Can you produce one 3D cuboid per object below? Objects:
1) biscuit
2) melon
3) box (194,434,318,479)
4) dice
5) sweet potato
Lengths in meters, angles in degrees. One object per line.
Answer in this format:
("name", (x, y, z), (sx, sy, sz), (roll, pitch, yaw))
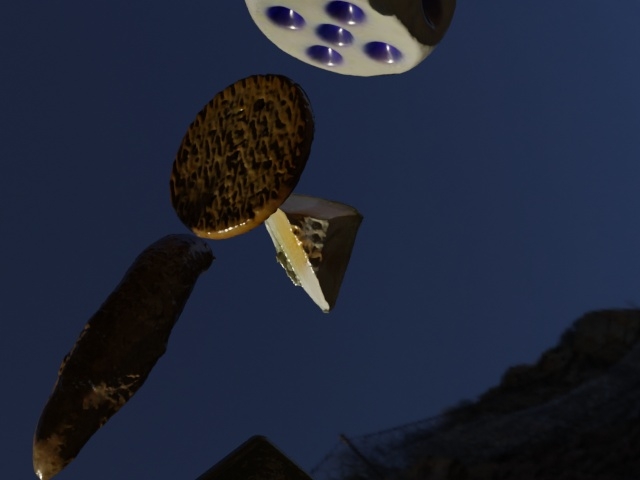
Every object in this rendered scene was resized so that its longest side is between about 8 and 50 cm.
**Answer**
("biscuit", (-0.081, -0.086, 1.080), (0.027, 0.187, 0.188), (34, -110, -45))
("melon", (0.003, -0.002, 1.520), (0.139, 0.093, 0.203), (-29, -80, -8))
("box", (-0.021, 0.244, 0.690), (0.129, 0.210, 0.148), (-36, -34, -31))
("dice", (0.041, -0.394, 1.465), (0.251, 0.243, 0.259), (34, -116, -52))
("sweet potato", (-0.213, 0.109, 1.161), (0.092, 0.114, 0.341), (27, -122, 6))
